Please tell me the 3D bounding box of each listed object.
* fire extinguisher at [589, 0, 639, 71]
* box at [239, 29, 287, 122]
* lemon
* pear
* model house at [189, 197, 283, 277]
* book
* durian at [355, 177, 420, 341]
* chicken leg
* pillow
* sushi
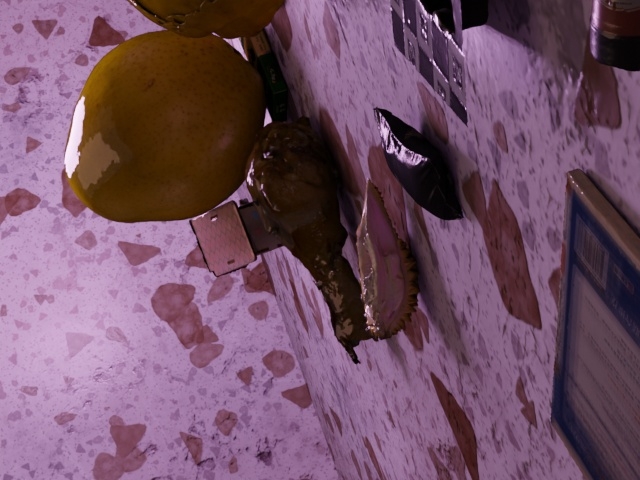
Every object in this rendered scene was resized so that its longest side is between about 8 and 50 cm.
[{"bbox_3d":[0.172,-0.177,0.535,0.062,0.050,0.177,15,137,27],"label":"fire extinguisher"},{"bbox_3d":[-0.117,-0.355,1.960,0.132,0.034,0.235,95,154,-69],"label":"box"},{"bbox_3d":[-0.156,-0.412,1.315,0.297,0.297,0.297,162,90,-81],"label":"lemon"},{"bbox_3d":[-0.295,-0.211,1.923,0.362,0.418,0.362,53,-173,-10],"label":"pear"},{"bbox_3d":[-0.138,-0.035,2.067,0.326,0.244,0.169,170,78,-81],"label":"model house"},{"bbox_3d":[0.245,0.130,0.795,0.228,0.018,0.323,-116,11,-45],"label":"book"},{"bbox_3d":[0.091,0.023,1.356,0.140,0.078,0.224,-98,5,-68],"label":"durian"},{"bbox_3d":[0.000,0.000,1.697,0.201,0.152,0.429,-69,-46,-85],"label":"chicken leg"},{"bbox_3d":[0.105,-0.084,1.121,0.150,0.048,0.090,-125,21,-54],"label":"pillow"},{"bbox_3d":[0.105,-0.222,0.838,0.215,0.050,0.192,-113,12,-57],"label":"sushi"}]
